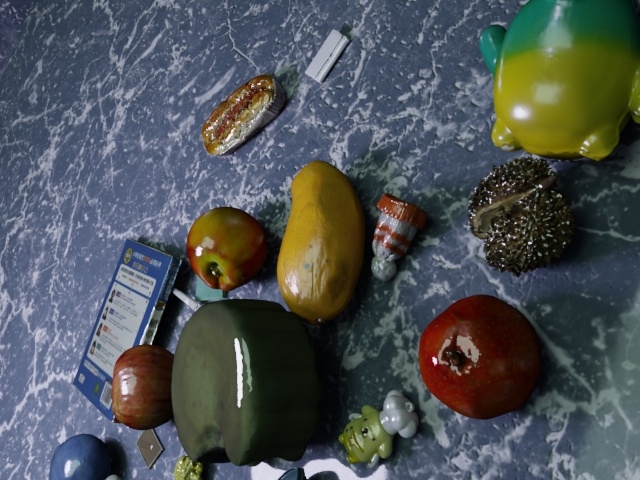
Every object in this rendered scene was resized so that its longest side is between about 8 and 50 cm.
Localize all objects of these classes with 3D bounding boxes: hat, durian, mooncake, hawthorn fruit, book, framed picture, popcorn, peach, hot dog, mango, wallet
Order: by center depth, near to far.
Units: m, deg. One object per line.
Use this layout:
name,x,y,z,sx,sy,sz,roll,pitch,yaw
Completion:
hawthorn fruit,0.238,0.181,1.129,0.196,0.225,0.197,-6,79,31
durian,0.326,-0.045,1.172,0.196,0.167,0.196,33,131,47
hat,0.135,-0.001,1.388,0.162,0.093,0.112,-66,19,9
mooncake,-0.147,0.280,1.419,0.351,0.187,0.351,-5,84,56
mango,0.003,-0.002,1.467,0.187,0.144,0.359,-9,65,36
popcorn,-0.280,0.502,1.575,0.068,0.059,0.083,-35,73,-9
peach,-0.207,0.011,1.629,0.197,0.197,0.197,-17,62,36
wallet,0.016,-0.432,1.711,0.061,0.025,0.122,42,102,36
framed picture,-0.405,0.487,1.725,0.066,0.006,0.089,-55,46,10
book,-0.261,0.078,1.753,0.103,0.017,0.135,-12,69,39
hot dog,-0.199,-0.312,1.818,0.268,0.075,0.144,-40,53,26
book,-0.505,0.217,1.876,0.300,0.039,0.428,16,85,53

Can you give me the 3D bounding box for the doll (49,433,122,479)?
doll,-0.564,0.594,1.741,0.228,0.154,0.258,-48,41,22

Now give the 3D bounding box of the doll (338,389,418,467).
doll,0.104,0.333,1.296,0.162,0.062,0.106,-40,55,21

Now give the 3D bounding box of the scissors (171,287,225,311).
scissors,-0.288,0.161,1.728,0.212,0.021,0.110,29,100,38

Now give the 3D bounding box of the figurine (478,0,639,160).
figurine,0.402,-0.290,1.171,0.323,0.231,0.340,6,74,31

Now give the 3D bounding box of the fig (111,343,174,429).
fig,-0.378,0.329,1.658,0.205,0.205,0.205,-17,62,36

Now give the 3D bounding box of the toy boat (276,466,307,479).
toy boat,-0.111,0.550,1.360,0.296,0.122,0.114,-60,22,2
